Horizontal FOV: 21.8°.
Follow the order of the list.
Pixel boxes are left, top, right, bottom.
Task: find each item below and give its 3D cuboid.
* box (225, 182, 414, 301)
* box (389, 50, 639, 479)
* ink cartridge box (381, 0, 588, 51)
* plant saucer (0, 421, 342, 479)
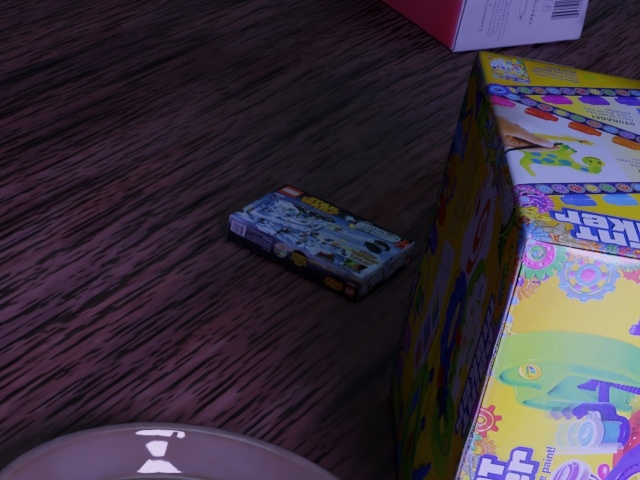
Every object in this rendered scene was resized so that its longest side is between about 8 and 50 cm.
[{"bbox_3d":[0.000,0.000,1.437,0.137,0.027,0.094,25,32,23],"label":"box"},{"bbox_3d":[0.163,0.072,1.089,0.177,0.290,0.279,10,28,-6],"label":"box"},{"bbox_3d":[0.137,-0.355,2.047,0.272,0.130,0.309,-9,34,-32],"label":"ink cartridge box"},{"bbox_3d":[-0.081,0.206,1.009,0.278,0.041,0.278,9,27,-5],"label":"plant saucer"}]
